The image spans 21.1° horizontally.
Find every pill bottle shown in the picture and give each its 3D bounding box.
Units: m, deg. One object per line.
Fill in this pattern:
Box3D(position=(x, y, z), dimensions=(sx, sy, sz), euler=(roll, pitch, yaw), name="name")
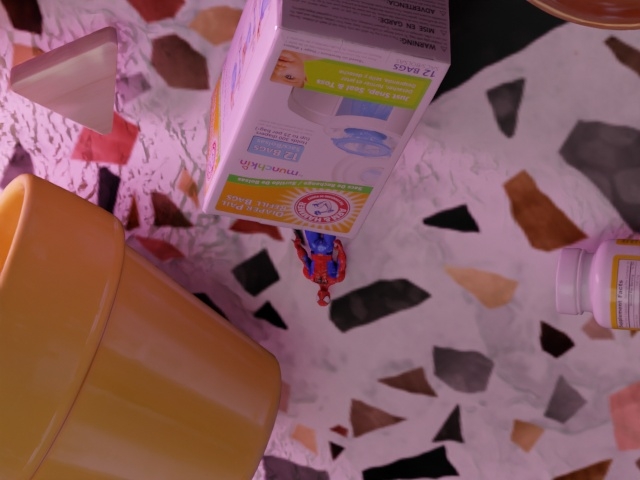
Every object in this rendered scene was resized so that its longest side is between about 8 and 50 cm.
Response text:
Box3D(position=(0.227, 0.032, 1.206), dimensions=(0.116, 0.065, 0.065), euler=(4, 122, 16), name="pill bottle")

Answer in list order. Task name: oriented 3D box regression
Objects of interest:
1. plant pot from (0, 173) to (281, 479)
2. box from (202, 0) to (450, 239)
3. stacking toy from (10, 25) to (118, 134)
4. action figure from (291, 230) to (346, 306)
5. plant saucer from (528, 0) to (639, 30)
Box3D(position=(-0.172, 0.112, 1.292), dimensions=(0.239, 0.254, 0.254), euler=(27, 127, -19), name="plant pot")
Box3D(position=(0.000, -0.103, 1.122), dimensions=(0.114, 0.103, 0.203), euler=(10, 145, -13), name="box")
Box3D(position=(-0.251, -0.223, 1.209), dimensions=(0.279, 0.130, 0.309), euler=(8, 130, -18), name="stacking toy")
Box3D(position=(0.000, 0.000, 1.284), dimensions=(0.038, 0.030, 0.115), euler=(3, 124, 11), name="action figure")
Box3D(position=(0.188, -0.229, 1.073), dimensions=(0.200, 0.037, 0.200), euler=(9, 124, 13), name="plant saucer")
